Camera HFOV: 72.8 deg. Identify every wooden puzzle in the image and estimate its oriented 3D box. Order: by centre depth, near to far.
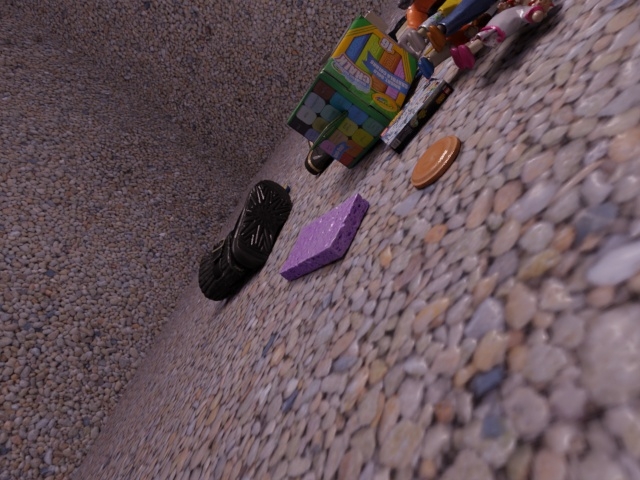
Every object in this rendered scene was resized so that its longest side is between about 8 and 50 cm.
[{"bbox_3d":[0.235,-0.395,0.955,0.116,0.014,0.078,-60,12,-21],"label":"wooden puzzle"}]

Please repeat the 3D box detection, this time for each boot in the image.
[{"bbox_3d":[0.030,-0.292,1.266,0.137,0.076,0.198,-35,37,39],"label":"boot"},{"bbox_3d":[-0.231,-0.006,1.294,0.260,0.131,0.348,-40,21,42],"label":"boot"},{"bbox_3d":[0.273,-0.742,1.533,0.121,0.045,0.099,-39,23,26],"label":"boot"}]

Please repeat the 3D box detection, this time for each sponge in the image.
[{"bbox_3d":[0.000,0.000,0.771,0.210,0.031,0.117,-28,30,58],"label":"sponge"}]

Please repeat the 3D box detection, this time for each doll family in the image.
[{"bbox_3d":[0.224,-0.343,0.637,0.163,0.118,0.263,-37,17,7],"label":"doll family"}]

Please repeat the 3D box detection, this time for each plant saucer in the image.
[{"bbox_3d":[0.151,-0.107,0.581,0.083,0.013,0.083,-50,15,18],"label":"plant saucer"}]

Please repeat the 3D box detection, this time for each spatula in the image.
[{"bbox_3d":[0.123,-0.462,1.095,0.168,0.019,0.242,-40,-24,28],"label":"spatula"}]

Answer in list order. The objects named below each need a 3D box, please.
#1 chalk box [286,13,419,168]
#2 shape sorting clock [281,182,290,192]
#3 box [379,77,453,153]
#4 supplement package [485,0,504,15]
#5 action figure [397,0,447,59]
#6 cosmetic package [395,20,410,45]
[{"bbox_3d":[0.062,-0.294,0.928,0.180,0.179,0.289,-38,23,56],"label":"chalk box"},{"bbox_3d":[-0.179,-0.124,1.567,0.206,0.040,0.206,-49,16,19],"label":"shape sorting clock"},{"bbox_3d":[0.164,-0.221,0.763,0.137,0.027,0.094,-49,17,17],"label":"box"},{"bbox_3d":[0.311,-0.583,0.772,0.263,0.199,0.198,-47,16,24],"label":"supplement package"},{"bbox_3d":[0.269,-0.656,1.045,0.341,0.178,0.331,117,159,-53],"label":"action figure"},{"bbox_3d":[0.264,-0.630,1.320,0.060,0.041,0.115,-47,17,27],"label":"cosmetic package"}]
